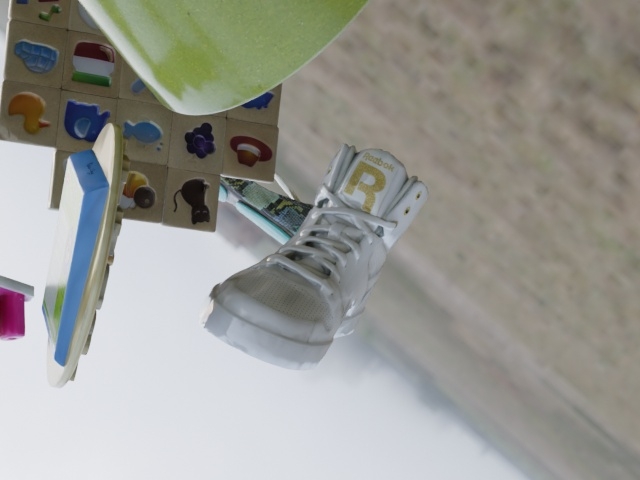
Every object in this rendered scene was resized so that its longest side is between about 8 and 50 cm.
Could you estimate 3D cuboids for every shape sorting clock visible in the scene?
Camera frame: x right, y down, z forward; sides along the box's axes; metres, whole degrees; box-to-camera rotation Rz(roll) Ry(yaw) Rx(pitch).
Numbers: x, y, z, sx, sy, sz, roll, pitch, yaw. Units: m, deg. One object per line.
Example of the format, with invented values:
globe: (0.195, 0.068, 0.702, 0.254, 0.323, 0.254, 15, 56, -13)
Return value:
shape sorting clock: (-0.178, 0.011, 1.438, 0.040, 0.206, 0.206, 9, -173, -14)

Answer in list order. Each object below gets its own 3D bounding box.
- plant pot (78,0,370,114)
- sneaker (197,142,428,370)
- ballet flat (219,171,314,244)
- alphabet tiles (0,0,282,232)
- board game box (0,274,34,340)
plant pot: (-0.120, -0.288, 1.377, 0.293, 0.275, 0.275, 42, 179, -32)
sneaker: (0.000, 0.000, 1.499, 0.108, 0.169, 0.292, 28, -167, 8)
ballet flat: (-0.088, -0.065, 2.109, 0.188, 0.070, 0.070, 35, 179, -2)
alphabet tiles: (-0.164, -0.187, 1.821, 0.285, 0.343, 0.011, 8, 174, -26)
board game box: (-0.500, 0.055, 1.556, 0.390, 0.390, 0.050, 25, -122, -62)
